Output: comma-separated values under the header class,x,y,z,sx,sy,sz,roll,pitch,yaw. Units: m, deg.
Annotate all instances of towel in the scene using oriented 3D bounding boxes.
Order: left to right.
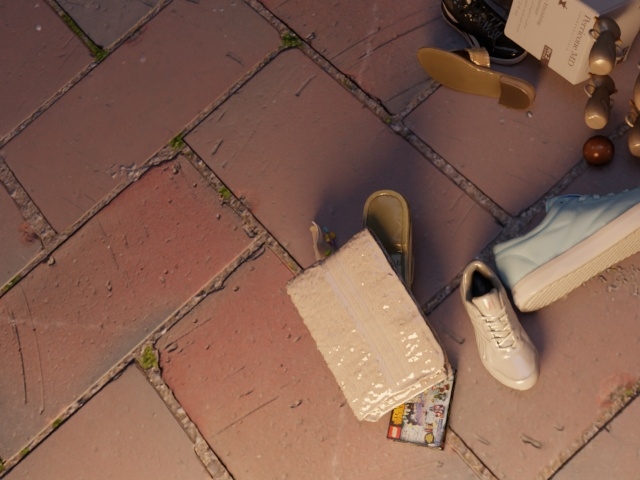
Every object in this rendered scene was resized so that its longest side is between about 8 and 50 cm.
class,x,y,z,sx,sy,sz,roll,pitch,yaw
towel,0.076,0.141,1.395,0.187,0.049,0.282,-35,77,15

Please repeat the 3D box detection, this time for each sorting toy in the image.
class,x,y,z,sx,sy,sz,roll,pitch,yaw
sorting toy,0.000,0.000,1.551,0.044,0.075,0.083,-15,63,12

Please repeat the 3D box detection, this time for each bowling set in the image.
class,x,y,z,sx,sy,sz,roll,pitch,yaw
bowling set,0.518,-0.238,1.448,0.287,0.200,0.154,34,50,-13

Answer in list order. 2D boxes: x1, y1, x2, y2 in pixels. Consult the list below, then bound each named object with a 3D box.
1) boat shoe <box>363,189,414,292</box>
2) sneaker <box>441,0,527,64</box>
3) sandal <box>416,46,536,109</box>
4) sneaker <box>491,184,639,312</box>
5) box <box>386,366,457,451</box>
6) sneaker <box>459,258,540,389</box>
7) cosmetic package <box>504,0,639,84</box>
class,x,y,z,sx,sy,sz,roll,pitch,yaw
boat shoe,0.114,0.067,1.467,0.113,0.103,0.302,10,90,17
sneaker,0.304,-0.430,1.626,0.079,0.121,0.217,-44,60,-4
sandal,0.307,-0.328,1.610,0.240,0.088,0.079,27,63,20
sneaker,0.447,-0.036,1.387,0.365,0.135,0.150,-30,64,2
box,0.168,0.271,1.396,0.093,0.027,0.137,5,68,21
sneaker,0.280,0.133,1.372,0.090,0.115,0.232,-27,60,6
cosmetic package,0.461,-0.410,1.522,0.151,0.151,0.184,-27,55,-25
